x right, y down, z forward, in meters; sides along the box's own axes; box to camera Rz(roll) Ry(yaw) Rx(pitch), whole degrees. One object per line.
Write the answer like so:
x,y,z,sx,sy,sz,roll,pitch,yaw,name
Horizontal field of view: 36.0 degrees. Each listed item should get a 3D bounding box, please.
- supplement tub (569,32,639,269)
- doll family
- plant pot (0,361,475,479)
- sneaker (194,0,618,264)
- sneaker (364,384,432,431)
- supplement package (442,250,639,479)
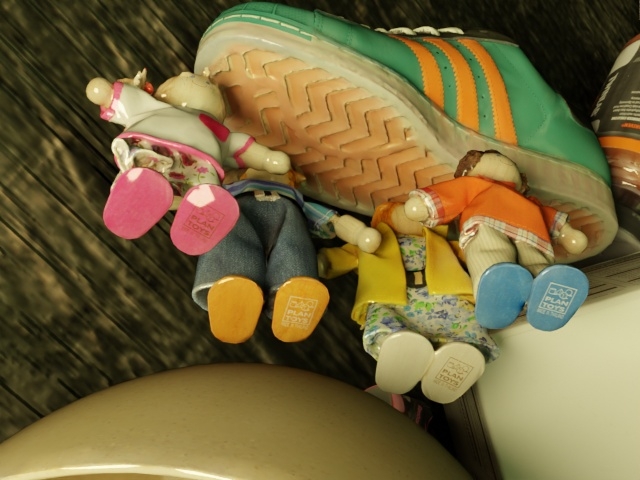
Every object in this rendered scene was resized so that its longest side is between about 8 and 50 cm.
0.245,-0.064,0.746,0.106,0.106,0.198,46,59,-22,supplement tub
0.000,0.000,0.510,0.263,0.163,0.118,15,117,-9,doll family
-0.032,0.165,0.430,0.284,0.284,0.191,60,18,-14,plant pot
0.059,-0.084,0.622,0.302,0.108,0.121,22,52,-28,sneaker
0.049,0.151,0.607,0.057,0.047,0.119,17,74,-46,sneaker
0.200,0.149,0.604,0.204,0.145,0.262,-16,93,-5,supplement package
